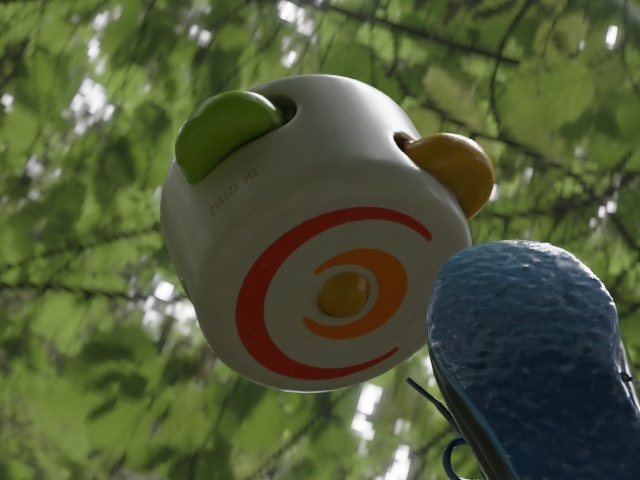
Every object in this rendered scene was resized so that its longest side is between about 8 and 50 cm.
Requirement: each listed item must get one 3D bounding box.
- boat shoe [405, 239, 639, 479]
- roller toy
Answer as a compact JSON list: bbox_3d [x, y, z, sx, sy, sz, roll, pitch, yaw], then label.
[{"bbox_3d":[0.098,0.095,0.893,0.109,0.258,0.089,-8,-57,2],"label":"boat shoe"},{"bbox_3d":[0.000,0.000,1.334,0.209,0.146,0.191,0,-53,-22],"label":"roller toy"}]
